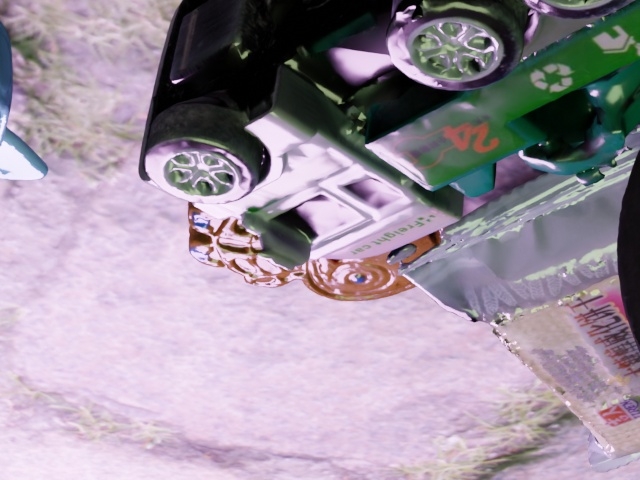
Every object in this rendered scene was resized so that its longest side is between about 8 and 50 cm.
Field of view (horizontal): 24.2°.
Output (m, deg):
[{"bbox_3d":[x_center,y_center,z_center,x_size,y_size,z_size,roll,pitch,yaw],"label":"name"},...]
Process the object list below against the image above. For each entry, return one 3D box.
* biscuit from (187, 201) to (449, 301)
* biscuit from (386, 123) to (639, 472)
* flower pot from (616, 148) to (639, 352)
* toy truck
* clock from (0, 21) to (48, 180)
[{"bbox_3d":[0.000,0.000,0.979,0.175,0.026,0.124,3,142,-2],"label":"biscuit"},{"bbox_3d":[0.196,0.052,0.994,0.186,0.079,0.309,-24,138,22],"label":"biscuit"},{"bbox_3d":[0.359,0.047,0.831,0.293,0.293,0.330,-19,145,25],"label":"flower pot"},{"bbox_3d":[0.076,-0.108,0.703,0.363,0.176,0.178,-22,136,37],"label":"toy truck"},{"bbox_3d":[-0.281,-0.099,0.812,0.223,0.094,0.274,-21,139,27],"label":"clock"}]
